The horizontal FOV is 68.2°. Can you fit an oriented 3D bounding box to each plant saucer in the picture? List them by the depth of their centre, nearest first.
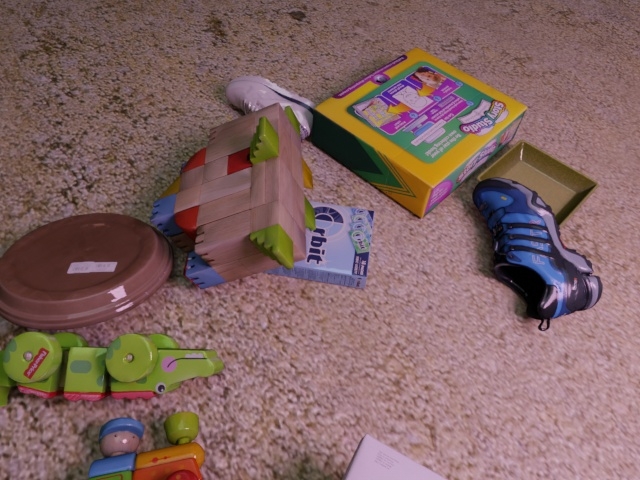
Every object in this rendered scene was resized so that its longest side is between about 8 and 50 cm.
[{"bbox_3d":[-0.384,0.033,0.770,0.278,0.041,0.277,3,36,-2],"label":"plant saucer"},{"bbox_3d":[0.446,-0.109,0.985,0.188,0.045,0.188,-37,63,-28],"label":"plant saucer"}]

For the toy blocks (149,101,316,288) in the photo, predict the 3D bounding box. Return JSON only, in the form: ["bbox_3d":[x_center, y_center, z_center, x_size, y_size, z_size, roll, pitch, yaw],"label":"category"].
[{"bbox_3d":[-0.166,-0.072,0.822,0.261,0.190,0.381,-17,50,16],"label":"toy blocks"}]

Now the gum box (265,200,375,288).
[{"bbox_3d":[0.000,0.000,0.869,0.185,0.041,0.156,10,52,3],"label":"gum box"}]

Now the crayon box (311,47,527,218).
[{"bbox_3d":[0.217,-0.255,1.043,0.313,0.106,0.363,40,60,22],"label":"crayon box"}]

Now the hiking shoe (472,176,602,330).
[{"bbox_3d":[0.357,0.004,0.849,0.132,0.113,0.304,-18,56,-18],"label":"hiking shoe"}]

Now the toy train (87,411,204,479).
[{"bbox_3d":[-0.169,0.286,0.609,0.248,0.105,0.143,-8,40,-11],"label":"toy train"}]

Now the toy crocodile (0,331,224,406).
[{"bbox_3d":[-0.310,0.182,0.663,0.341,0.115,0.105,1,79,-3],"label":"toy crocodile"}]

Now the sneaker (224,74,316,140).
[{"bbox_3d":[-0.122,-0.296,1.065,0.235,0.090,0.094,22,64,14],"label":"sneaker"}]

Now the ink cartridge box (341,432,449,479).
[{"bbox_3d":[0.118,0.404,0.469,0.310,0.130,0.272,25,37,15],"label":"ink cartridge box"}]
